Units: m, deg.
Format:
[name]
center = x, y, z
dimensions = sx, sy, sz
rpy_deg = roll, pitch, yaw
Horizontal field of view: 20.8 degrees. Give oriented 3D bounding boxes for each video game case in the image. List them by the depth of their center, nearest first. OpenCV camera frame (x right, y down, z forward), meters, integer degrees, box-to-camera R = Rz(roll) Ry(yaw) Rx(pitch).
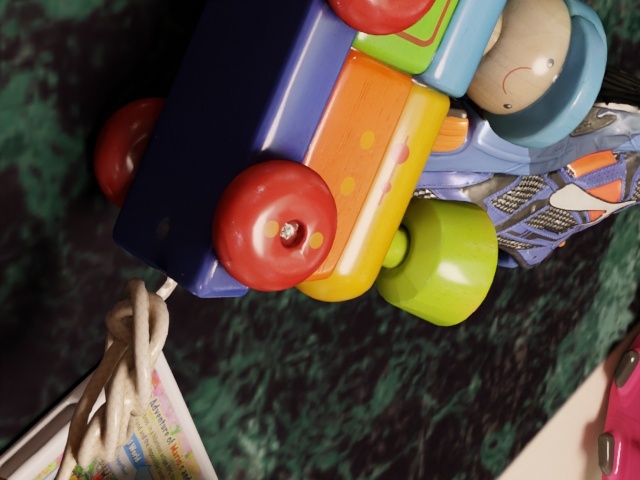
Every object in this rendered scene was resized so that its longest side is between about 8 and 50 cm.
[video game case]
center = -0.094, 0.135, 0.672
dimensions = 0.143, 0.019, 0.157
rpy_deg = -43, 138, -25

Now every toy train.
[toy train]
center = 0.000, 0.000, 0.605
dimensions = 0.143, 0.105, 0.248
rpy_deg = 19, 96, -37

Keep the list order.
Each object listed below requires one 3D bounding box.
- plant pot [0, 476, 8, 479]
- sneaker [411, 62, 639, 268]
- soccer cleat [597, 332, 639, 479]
[plant pot]
center = -0.186, 0.155, 0.384
dimensions = 0.203, 0.291, 0.291
rpy_deg = 38, 81, -36
[sneaker]
center = 0.096, -0.033, 0.762
dimensions = 0.221, 0.083, 0.087
rpy_deg = -2, 121, -41
[soccer cleat]
center = 0.260, 0.019, 0.944
dimensions = 0.143, 0.116, 0.331
rpy_deg = 8, 104, -51
